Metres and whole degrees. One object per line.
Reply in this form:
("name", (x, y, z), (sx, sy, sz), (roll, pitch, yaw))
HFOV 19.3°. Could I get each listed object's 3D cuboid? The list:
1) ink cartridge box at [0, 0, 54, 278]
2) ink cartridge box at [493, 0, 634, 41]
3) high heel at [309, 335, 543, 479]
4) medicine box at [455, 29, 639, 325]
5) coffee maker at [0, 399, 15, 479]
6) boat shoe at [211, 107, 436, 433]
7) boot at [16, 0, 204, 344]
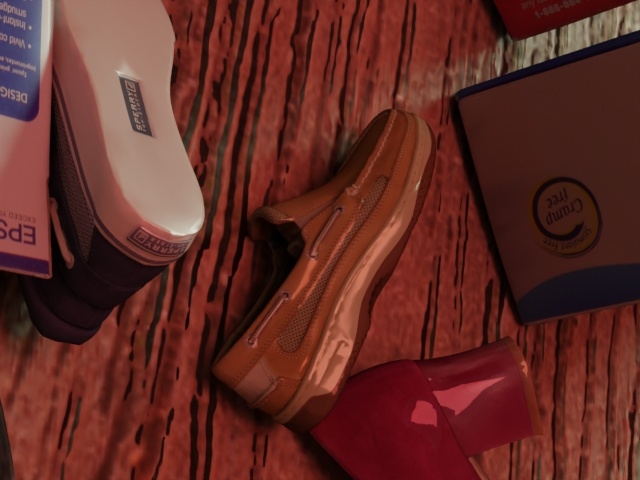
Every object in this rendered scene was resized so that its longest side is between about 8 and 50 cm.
("ink cartridge box", (-0.189, -0.150, 0.778), (0.165, 0.065, 0.332), (15, 68, -43))
("ink cartridge box", (0.156, -0.294, 1.052), (0.131, 0.226, 0.306), (-41, 108, -45))
("high heel", (0.070, 0.173, 0.973), (0.117, 0.082, 0.244), (-17, 112, -9))
("medicine box", (0.276, -0.072, 1.087), (0.289, 0.263, 0.149), (-19, 93, -47))
("coffee maker", (-0.189, 0.083, 0.633), (0.120, 0.178, 0.171), (-43, 111, -42))
("boat shoe", (0.000, 0.000, 0.936), (0.072, 0.068, 0.190), (30, 54, -11))
("boot", (-0.109, -0.049, 0.835), (0.069, 0.086, 0.190), (23, 39, -35))
